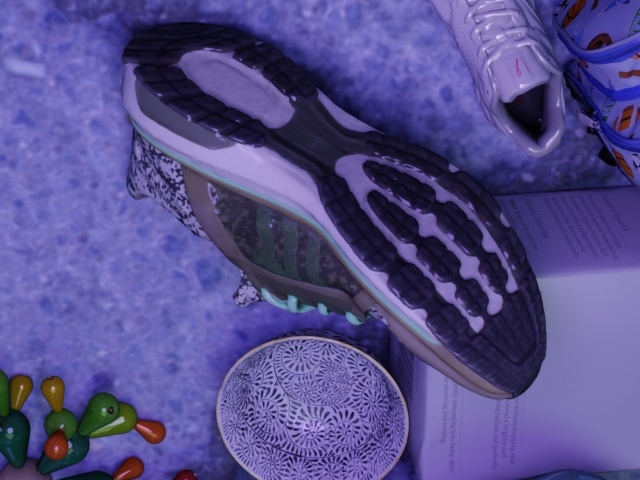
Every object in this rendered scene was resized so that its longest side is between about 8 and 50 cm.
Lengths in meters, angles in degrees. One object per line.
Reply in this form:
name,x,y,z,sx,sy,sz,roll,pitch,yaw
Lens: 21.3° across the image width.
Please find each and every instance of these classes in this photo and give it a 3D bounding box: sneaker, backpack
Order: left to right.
sneaker,0.000,0.000,1.354,0.410,0.158,0.182,40,137,16
sneaker,0.147,-0.166,1.359,0.090,0.115,0.232,-29,119,7
backpack,0.319,-0.140,1.316,0.276,0.263,0.213,-42,118,14

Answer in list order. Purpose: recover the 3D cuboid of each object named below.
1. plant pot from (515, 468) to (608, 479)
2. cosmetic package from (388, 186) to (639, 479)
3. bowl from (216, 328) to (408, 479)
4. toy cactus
plant pot,0.119,0.361,1.444,0.334,0.341,0.341,-27,123,38
cosmetic package,0.263,0.077,1.490,0.385,0.156,0.217,-3,119,-9
bowl,-0.003,0.137,1.511,0.170,0.080,0.170,3,120,6
toy cactus,-0.236,0.205,1.518,0.219,0.112,0.180,33,119,-32
